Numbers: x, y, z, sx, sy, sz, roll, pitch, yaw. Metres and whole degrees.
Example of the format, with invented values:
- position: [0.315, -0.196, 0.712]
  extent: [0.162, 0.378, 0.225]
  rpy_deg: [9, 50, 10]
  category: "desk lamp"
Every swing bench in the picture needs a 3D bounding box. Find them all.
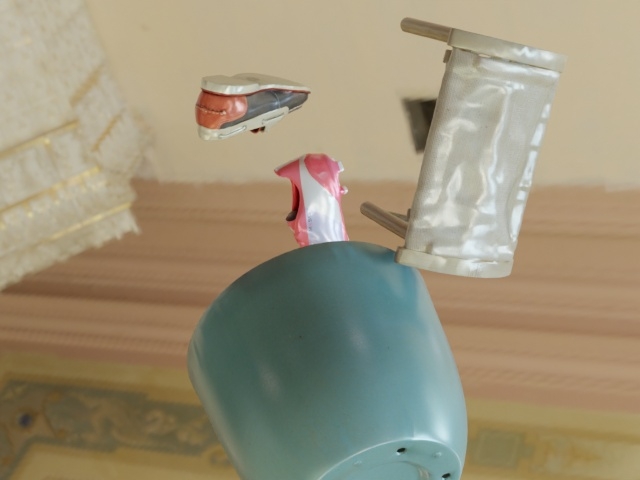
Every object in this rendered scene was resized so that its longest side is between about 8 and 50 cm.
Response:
- position: [0.167, -0.108, 1.356]
  extent: [0.165, 0.253, 0.255]
  rpy_deg: [11, -168, -11]
  category: "swing bench"

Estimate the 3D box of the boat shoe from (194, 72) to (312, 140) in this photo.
- position: [-0.050, -0.101, 0.889]
  extent: [0.049, 0.043, 0.137]
  rpy_deg: [15, -165, 23]
  category: "boat shoe"

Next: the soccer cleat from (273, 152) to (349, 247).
- position: [0.000, 0.000, 1.661]
  extent: [0.095, 0.248, 0.083]
  rpy_deg: [-13, -167, -11]
  category: "soccer cleat"

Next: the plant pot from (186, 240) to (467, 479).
- position: [0.025, 0.187, 1.286]
  extent: [0.292, 0.293, 0.235]
  rpy_deg: [-21, -133, -5]
  category: "plant pot"
